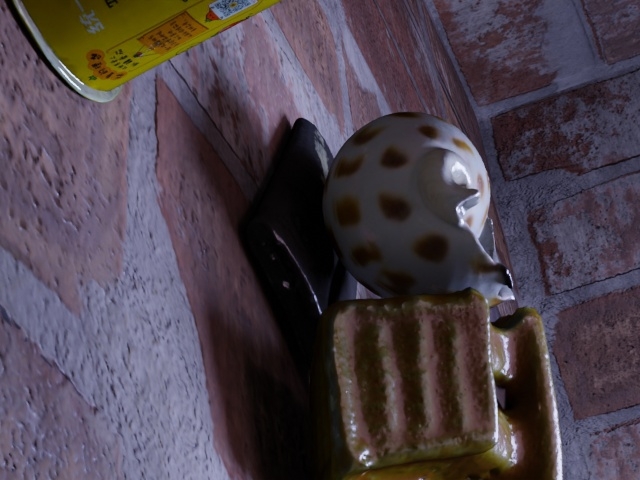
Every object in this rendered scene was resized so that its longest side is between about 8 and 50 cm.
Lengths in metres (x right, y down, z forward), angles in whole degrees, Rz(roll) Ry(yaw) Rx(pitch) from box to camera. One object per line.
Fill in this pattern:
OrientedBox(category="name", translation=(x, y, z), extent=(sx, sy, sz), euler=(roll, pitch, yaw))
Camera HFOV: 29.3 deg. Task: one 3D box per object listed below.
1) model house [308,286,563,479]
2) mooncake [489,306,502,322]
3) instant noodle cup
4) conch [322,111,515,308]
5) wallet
OrientedBox(category="model house", translation=(0.075, 0.167, 0.935), extent=(0.239, 0.173, 0.268), euler=(35, 46, -57))
OrientedBox(category="mooncake", translation=(0.163, 0.182, 1.360), extent=(0.245, 0.133, 0.244), euler=(-19, 90, -77))
OrientedBox(category="instant noodle cup", translation=(-0.106, -0.196, 0.774), extent=(0.182, 0.144, 0.182), euler=(-18, 90, -76))
OrientedBox(category="conch", translation=(0.080, -0.023, 1.091), extent=(0.275, 0.149, 0.182), euler=(-45, 119, -79))
OrientedBox(category="wallet", translation=(0.000, 0.000, 1.149), extent=(0.321, 0.044, 0.170), euler=(-73, 141, -68))
